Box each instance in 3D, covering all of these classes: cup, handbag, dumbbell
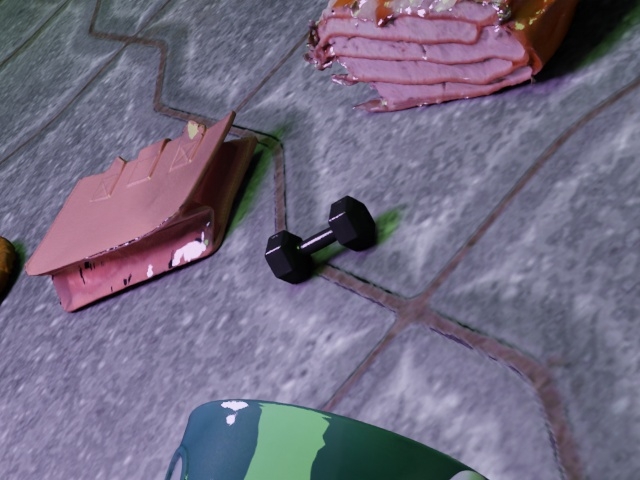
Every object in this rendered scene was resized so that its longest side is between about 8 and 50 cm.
[{"bbox_3d":[-0.007,0.180,0.524,0.299,0.167,0.173,-49,19,62],"label":"cup"},{"bbox_3d":[-0.162,-0.027,1.138,0.212,0.059,0.157,-20,36,35],"label":"handbag"},{"bbox_3d":[0.000,0.000,0.903,0.083,0.040,0.036,-28,0,27],"label":"dumbbell"}]

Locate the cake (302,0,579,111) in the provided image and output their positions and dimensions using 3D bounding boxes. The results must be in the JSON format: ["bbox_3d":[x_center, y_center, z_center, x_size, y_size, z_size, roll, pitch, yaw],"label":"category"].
[{"bbox_3d":[0.094,-0.162,0.943,0.287,0.098,0.135,-18,36,39],"label":"cake"}]

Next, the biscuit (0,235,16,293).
[{"bbox_3d":[-0.403,0.071,1.355,0.188,0.027,0.188,-31,30,21],"label":"biscuit"}]
